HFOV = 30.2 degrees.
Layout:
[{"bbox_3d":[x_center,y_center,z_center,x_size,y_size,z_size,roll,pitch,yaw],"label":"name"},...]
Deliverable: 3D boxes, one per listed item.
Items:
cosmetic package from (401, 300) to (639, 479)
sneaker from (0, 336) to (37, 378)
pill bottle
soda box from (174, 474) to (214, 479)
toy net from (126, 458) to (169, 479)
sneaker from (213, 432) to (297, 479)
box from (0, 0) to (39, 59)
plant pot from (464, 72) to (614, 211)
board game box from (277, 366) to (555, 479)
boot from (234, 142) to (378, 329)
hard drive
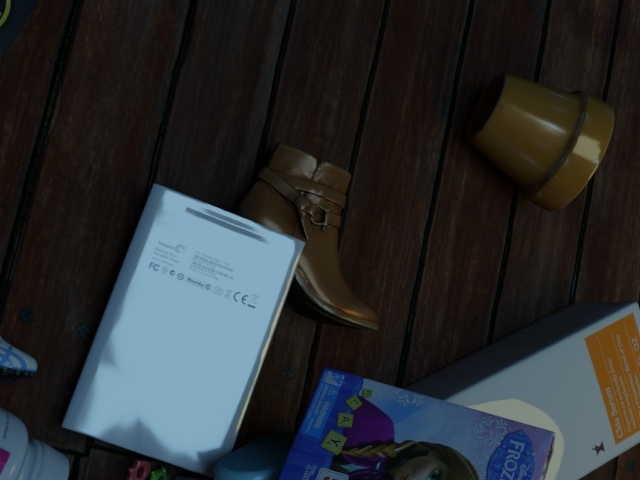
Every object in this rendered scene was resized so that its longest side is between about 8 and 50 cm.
[{"bbox_3d":[0.349,0.280,1.951,0.453,0.161,0.230,-22,98,-30],"label":"cosmetic package"},{"bbox_3d":[-0.462,0.116,1.510,0.237,0.085,0.086,29,65,-30],"label":"sneaker"},{"bbox_3d":[-0.462,0.258,1.450,0.283,0.160,0.160,35,69,-25],"label":"pill bottle"},{"bbox_3d":[-0.172,0.442,1.667,0.069,0.074,0.216,10,80,-31],"label":"soda box"},{"bbox_3d":[-0.267,0.351,1.576,0.232,0.045,0.122,29,75,-59],"label":"toy net"},{"bbox_3d":[-0.056,0.388,1.671,0.319,0.127,0.208,-4,95,-65],"label":"sneaker"},{"bbox_3d":[-0.525,-0.209,1.261,0.318,0.097,0.395,36,67,-22],"label":"box"},{"bbox_3d":[0.353,-0.181,1.981,0.188,0.205,0.205,27,72,-12],"label":"plant pot"},{"bbox_3d":[0.098,0.343,1.476,0.066,0.318,0.319,80,28,-54],"label":"board game box"},{"bbox_3d":[0.000,0.000,1.797,0.283,0.109,0.220,27,74,-16],"label":"boot"},{"bbox_3d":[-0.187,0.127,1.649,0.233,0.047,0.353,22,80,-13],"label":"hard drive"}]
